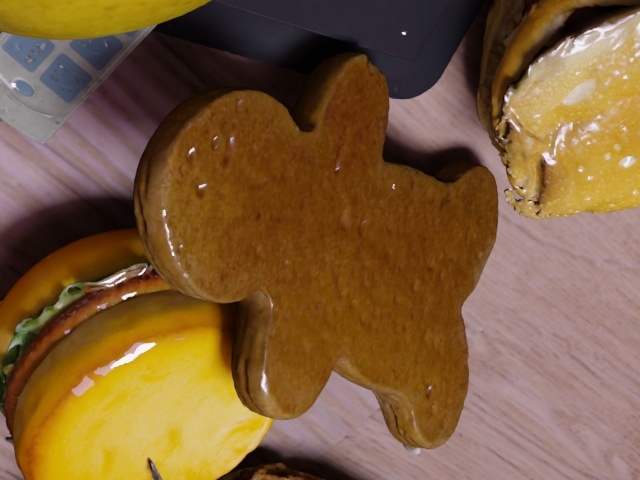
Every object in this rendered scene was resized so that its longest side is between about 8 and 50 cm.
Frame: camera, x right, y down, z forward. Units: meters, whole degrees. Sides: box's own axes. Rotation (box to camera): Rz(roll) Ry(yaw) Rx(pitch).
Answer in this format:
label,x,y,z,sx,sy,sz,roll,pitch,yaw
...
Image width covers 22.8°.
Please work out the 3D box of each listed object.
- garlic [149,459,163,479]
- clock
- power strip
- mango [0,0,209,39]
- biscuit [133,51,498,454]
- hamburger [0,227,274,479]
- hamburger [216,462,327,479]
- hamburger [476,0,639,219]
label,x,y,z,sx,sy,sz,roll,pitch,yaw
garlic,-0.057,0.326,1.314,0.151,0.196,0.338,-9,152,41
clock,0.028,-0.241,1.156,0.278,0.049,0.273,12,121,-30
power strip,-0.173,-0.152,1.128,0.080,0.029,0.227,39,113,-18
mango,-0.084,-0.314,0.936,0.445,0.220,0.301,-39,120,10
biscuit,-0.001,0.000,1.212,0.432,0.064,0.283,22,79,-51
hamburger,-0.154,0.095,1.266,0.246,0.170,0.246,-20,142,-16
hamburger,-0.008,0.306,1.514,0.282,0.155,0.245,-15,124,-18
hamburger,0.231,-0.137,1.254,0.244,0.163,0.244,-10,136,-10
